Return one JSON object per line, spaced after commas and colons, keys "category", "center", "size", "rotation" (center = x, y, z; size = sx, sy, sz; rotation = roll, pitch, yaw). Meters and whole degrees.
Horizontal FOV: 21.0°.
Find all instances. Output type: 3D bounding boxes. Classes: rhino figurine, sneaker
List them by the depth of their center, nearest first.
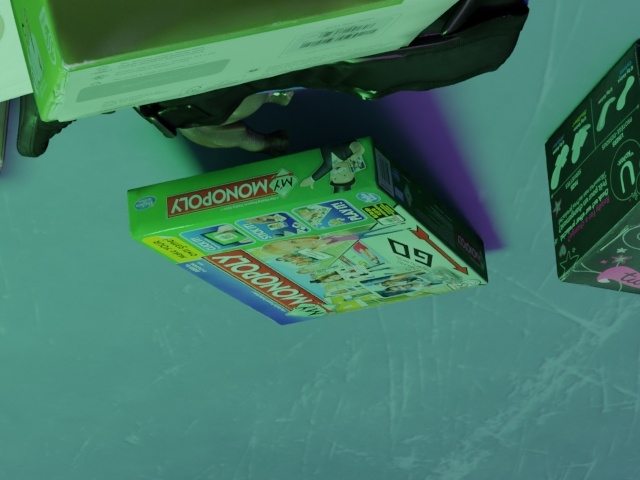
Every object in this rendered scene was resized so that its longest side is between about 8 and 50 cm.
{"category": "rhino figurine", "center": [-0.050, -0.146, 1.277], "size": [0.106, 0.073, 0.243], "rotation": [5, 148, -15]}
{"category": "sneaker", "center": [-0.189, -0.115, 1.347], "size": [0.089, 0.051, 0.170], "rotation": [8, 146, -6]}

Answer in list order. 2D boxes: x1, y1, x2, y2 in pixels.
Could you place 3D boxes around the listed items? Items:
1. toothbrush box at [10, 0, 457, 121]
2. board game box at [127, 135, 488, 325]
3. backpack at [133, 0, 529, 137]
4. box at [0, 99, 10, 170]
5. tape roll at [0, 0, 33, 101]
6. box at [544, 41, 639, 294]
{"category": "toothbrush box", "center": [-0.068, -0.223, 0.853], "size": [0.206, 0.283, 0.122], "rotation": [-13, 174, -15]}
{"category": "board game box", "center": [0.000, 0.000, 1.491], "size": [0.214, 0.046, 0.317], "rotation": [-13, 160, 19]}
{"category": "backpack", "center": [0.000, -0.196, 1.060], "size": [0.263, 0.213, 0.276], "rotation": [5, 159, 0]}
{"category": "box", "center": [-0.377, -0.069, 1.357], "size": [0.243, 0.117, 0.213], "rotation": [8, 149, -14]}
{"category": "tape roll", "center": [-0.284, -0.183, 1.129], "size": [0.286, 0.100, 0.286], "rotation": [-4, 162, -1]}
{"category": "box", "center": [0.330, -0.038, 1.401], "size": [0.247, 0.142, 0.163], "rotation": [11, 148, -18]}
